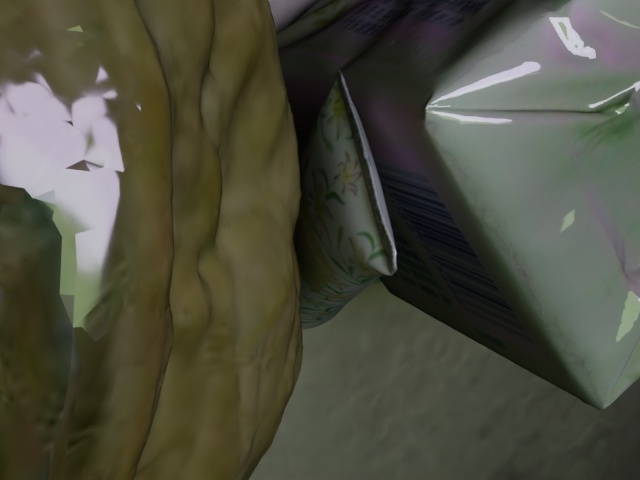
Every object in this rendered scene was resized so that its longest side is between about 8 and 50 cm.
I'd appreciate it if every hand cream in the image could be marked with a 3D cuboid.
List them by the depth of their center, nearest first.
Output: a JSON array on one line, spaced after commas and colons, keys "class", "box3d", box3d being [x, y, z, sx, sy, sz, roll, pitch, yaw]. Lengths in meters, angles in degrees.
[{"class": "hand cream", "box3d": [0.000, 0.000, 0.518, 0.042, 0.194, 0.067, -9, 78, -9]}]

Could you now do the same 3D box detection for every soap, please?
[{"class": "soap", "box3d": [0.097, -0.059, 0.534, 0.182, 0.199, 0.138, -38, 111, -10]}]

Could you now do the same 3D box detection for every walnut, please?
[{"class": "walnut", "box3d": [-0.143, -0.003, 0.418, 0.253, 0.282, 0.277, 5, 99, 18]}]
